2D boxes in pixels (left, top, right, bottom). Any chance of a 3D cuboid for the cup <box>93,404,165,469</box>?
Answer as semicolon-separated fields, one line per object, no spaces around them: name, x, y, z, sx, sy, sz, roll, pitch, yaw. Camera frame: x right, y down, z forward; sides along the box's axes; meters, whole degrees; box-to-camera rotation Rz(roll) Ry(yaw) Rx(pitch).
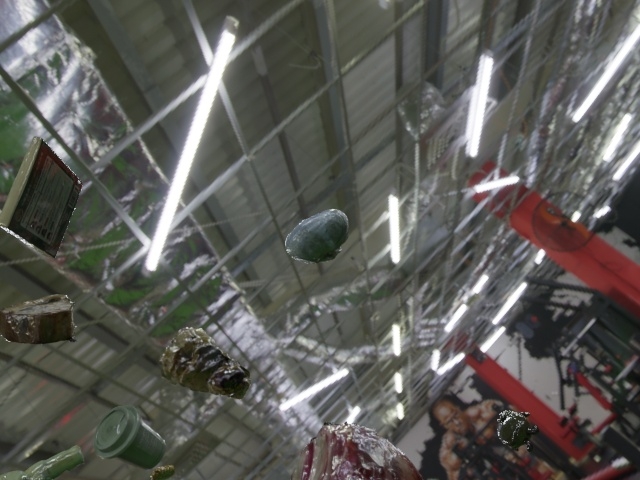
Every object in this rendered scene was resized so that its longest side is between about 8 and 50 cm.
cup;-0.410;0.436;1.393;0.120;0.120;0.141;-46;-51;-5

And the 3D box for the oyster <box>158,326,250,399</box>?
oyster;-0.270;0.311;1.568;0.161;0.233;0.107;-58;15;-26

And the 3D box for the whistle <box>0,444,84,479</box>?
whistle;-0.645;0.524;1.382;0.258;0.067;0.126;-23;12;-26

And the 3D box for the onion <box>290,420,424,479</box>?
onion;0.066;0.381;0.738;0.314;0.280;0.146;-62;11;-31

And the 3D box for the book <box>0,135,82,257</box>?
book;-0.607;-0.086;1.404;0.264;0.027;0.202;99;-173;-75

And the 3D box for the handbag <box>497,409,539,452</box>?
handbag;0.353;0.343;1.164;0.111;0.047;0.072;143;148;-85

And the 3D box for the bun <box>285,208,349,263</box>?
bun;0.000;0.000;1.255;0.141;0.083;0.141;-27;-16;-9

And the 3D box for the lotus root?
lotus root;-0.637;0.177;1.447;0.170;0.261;0.074;-8;-81;-30

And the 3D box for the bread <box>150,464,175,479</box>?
bread;-0.511;0.751;2.064;0.088;0.034;0.049;6;-65;-53
